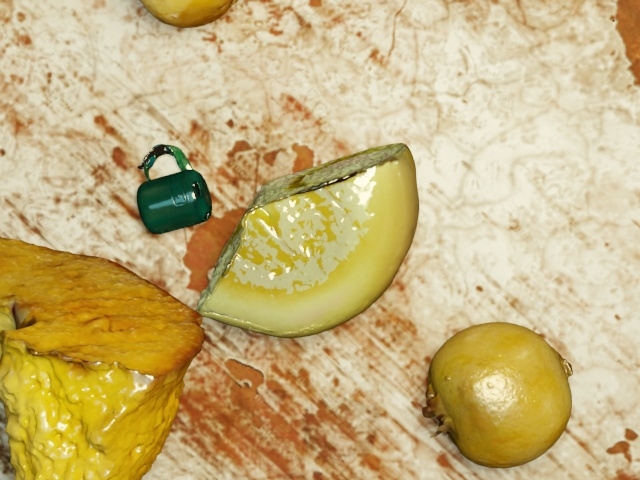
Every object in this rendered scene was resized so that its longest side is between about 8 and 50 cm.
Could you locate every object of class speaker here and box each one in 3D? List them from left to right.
[{"bbox_3d":[-0.161,-0.055,1.276,0.075,0.060,0.094,-14,55,5],"label":"speaker"}]

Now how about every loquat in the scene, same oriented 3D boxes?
[{"bbox_3d":[0.181,0.159,1.208,0.163,0.137,0.163,-2,103,-8],"label":"loquat"}]

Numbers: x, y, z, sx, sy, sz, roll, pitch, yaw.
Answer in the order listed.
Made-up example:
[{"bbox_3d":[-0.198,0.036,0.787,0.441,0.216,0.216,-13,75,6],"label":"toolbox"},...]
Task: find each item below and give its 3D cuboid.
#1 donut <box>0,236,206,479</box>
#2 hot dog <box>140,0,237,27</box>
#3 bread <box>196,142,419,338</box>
[{"bbox_3d":[-0.331,0.116,1.140,0.435,0.377,0.163,9,106,0],"label":"donut"},{"bbox_3d":[-0.107,-0.428,1.189,0.223,0.185,0.405,-10,91,6],"label":"hot dog"},{"bbox_3d":[-0.008,0.011,1.220,0.261,0.158,0.156,-20,100,4],"label":"bread"}]
